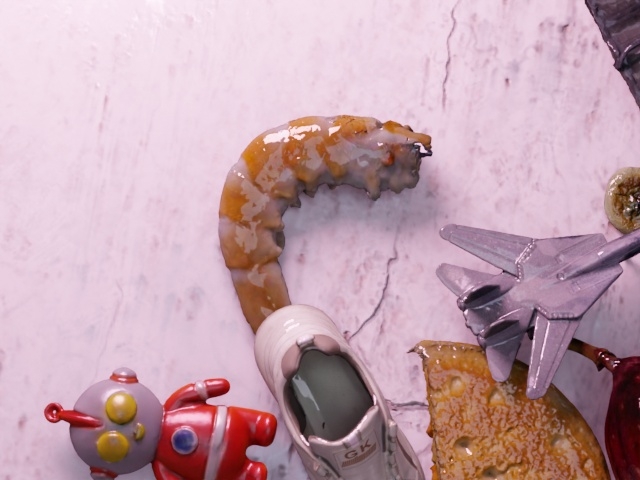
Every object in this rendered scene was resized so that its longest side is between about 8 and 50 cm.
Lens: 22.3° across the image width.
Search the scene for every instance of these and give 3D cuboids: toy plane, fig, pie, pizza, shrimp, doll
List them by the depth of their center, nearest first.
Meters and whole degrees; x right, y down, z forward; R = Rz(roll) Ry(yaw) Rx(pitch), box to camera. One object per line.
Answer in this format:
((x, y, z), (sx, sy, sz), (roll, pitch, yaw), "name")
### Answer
((0.366, 0.181, 1.701), (0.186, 0.204, 0.249), (-38, 94, 34), "fig")
((-0.171, 0.204, 1.722), (0.245, 0.076, 0.142), (13, 83, -8), "doll")
((0.191, 0.231, 1.758), (0.292, 0.058, 0.197), (38, 81, 0), "pizza")
((-0.020, -0.028, 1.758), (0.185, 0.068, 0.287), (29, 85, 0), "shrimp")
((0.272, 0.038, 1.771), (0.267, 0.088, 0.212), (-23, 75, -18), "toy plane")
((0.357, -0.043, 1.816), (0.084, 0.021, 0.084), (0, 85, -4), "pie")

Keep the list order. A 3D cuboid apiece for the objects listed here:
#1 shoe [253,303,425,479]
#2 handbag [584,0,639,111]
((0.033, 0.215, 1.687), (0.124, 0.159, 0.316), (-29, 93, -7), "shoe")
((0.420, -0.197, 1.810), (0.175, 0.088, 0.270), (-29, 88, 0), "handbag")
